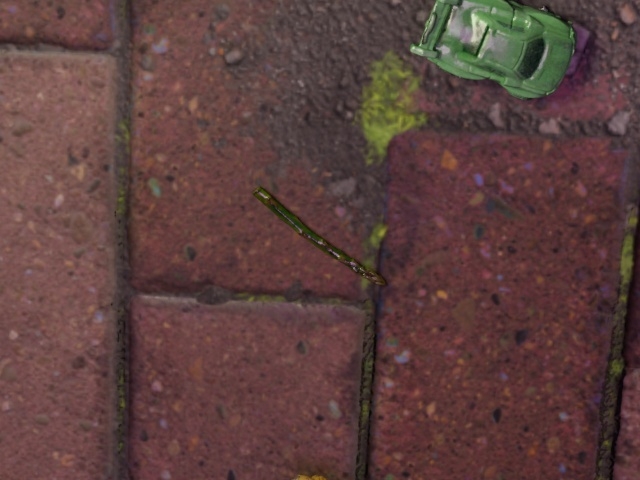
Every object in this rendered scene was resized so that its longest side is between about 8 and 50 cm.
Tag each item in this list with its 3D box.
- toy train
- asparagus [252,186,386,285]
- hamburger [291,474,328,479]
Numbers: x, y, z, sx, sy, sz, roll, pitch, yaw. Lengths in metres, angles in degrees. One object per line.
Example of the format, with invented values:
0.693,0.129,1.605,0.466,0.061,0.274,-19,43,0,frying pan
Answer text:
0.161,-0.183,1.618,0.149,0.081,0.099,20,107,-5,toy train
0.000,0.000,1.718,0.163,0.016,0.016,37,87,-10,asparagus
0.019,0.366,1.786,0.124,0.131,0.262,-26,111,10,hamburger
